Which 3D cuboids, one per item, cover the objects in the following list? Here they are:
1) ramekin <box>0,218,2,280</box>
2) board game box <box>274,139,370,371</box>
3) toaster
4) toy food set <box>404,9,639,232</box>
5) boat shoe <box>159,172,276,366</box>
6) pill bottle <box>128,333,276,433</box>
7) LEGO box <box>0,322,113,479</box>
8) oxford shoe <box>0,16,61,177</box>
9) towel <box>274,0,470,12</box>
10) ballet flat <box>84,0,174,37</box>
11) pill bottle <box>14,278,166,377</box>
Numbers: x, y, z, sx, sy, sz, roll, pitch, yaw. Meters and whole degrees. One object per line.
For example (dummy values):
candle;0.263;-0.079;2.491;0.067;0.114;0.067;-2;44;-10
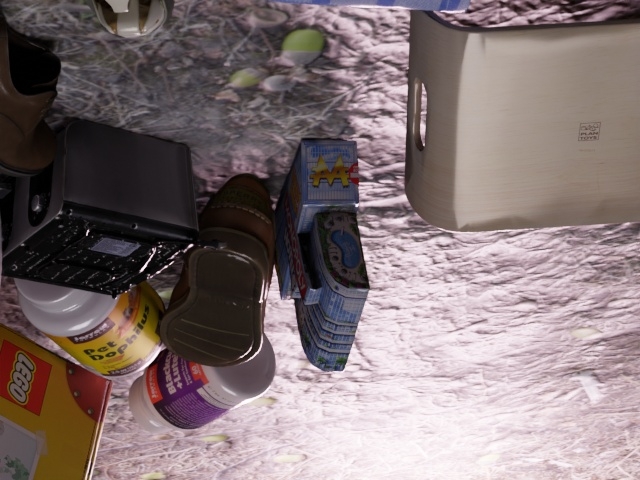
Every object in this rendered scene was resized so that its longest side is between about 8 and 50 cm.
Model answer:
ramekin;-0.388;0.000;1.596;0.135;0.277;0.277;-1;157;9
board game box;0.000;0.000;1.823;0.060;0.194;0.194;-1;142;-12
toaster;-0.215;-0.025;1.764;0.185;0.110;0.168;12;152;-34
toy food set;0.230;-0.125;1.623;0.306;0.092;0.220;-4;130;-5
boat shoe;-0.095;0.038;1.924;0.110;0.104;0.307;17;151;-7
pill bottle;-0.151;0.171;2.231;0.108;0.108;0.193;13;150;-36
LEGO box;-0.458;0.305;1.887;0.372;0.500;0.193;33;138;-29
oxford shoe;-0.262;-0.120;1.575;0.096;0.083;0.227;-12;157;6
towel;0.056;-0.256;1.389;0.209;0.034;0.285;2;156;-14
ballet flat;-0.158;-0.199;1.431;0.072;0.068;0.213;-6;157;1
pill bottle;-0.249;0.064;1.950;0.117;0.117;0.215;-11;156;12
